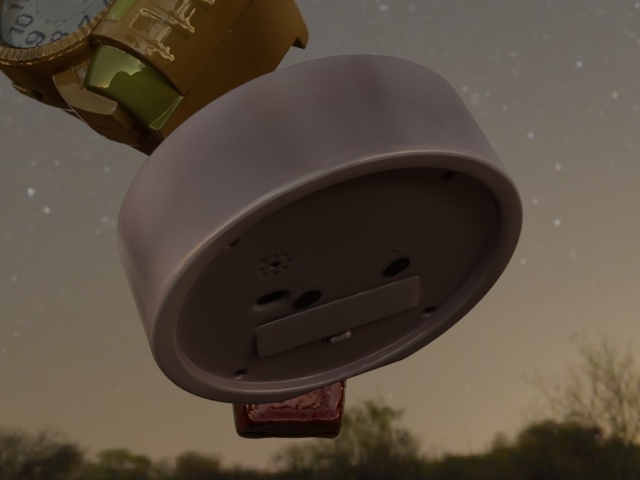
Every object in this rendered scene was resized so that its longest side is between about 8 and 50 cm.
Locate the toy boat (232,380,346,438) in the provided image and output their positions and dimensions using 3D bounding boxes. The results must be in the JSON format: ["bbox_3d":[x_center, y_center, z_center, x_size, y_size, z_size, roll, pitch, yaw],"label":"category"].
[{"bbox_3d":[-0.038,0.051,1.375,0.145,0.332,0.133,1,-12,-7],"label":"toy boat"}]

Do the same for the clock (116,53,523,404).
[{"bbox_3d":[0.000,0.000,0.632,0.197,0.068,0.197,-18,-34,-12],"label":"clock"}]

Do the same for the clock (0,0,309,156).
[{"bbox_3d":[-0.207,-0.223,1.303,0.317,0.244,0.200,22,-20,33],"label":"clock"}]
